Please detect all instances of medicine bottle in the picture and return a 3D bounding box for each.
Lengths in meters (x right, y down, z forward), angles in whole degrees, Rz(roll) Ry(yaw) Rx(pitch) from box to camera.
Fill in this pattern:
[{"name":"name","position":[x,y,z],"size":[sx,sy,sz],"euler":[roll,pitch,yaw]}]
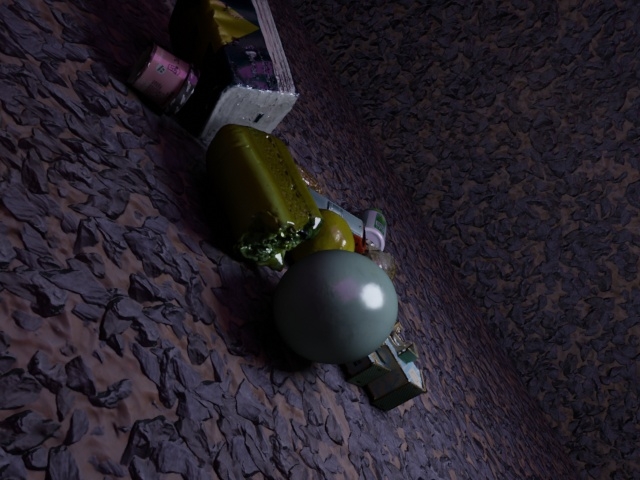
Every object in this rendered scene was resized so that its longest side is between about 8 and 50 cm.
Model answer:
[{"name":"medicine bottle","position":[0.189,-0.036,2.300],"size":[0.133,0.133,0.274],"euler":[51,21,-13]}]

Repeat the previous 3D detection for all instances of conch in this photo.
[{"name":"conch","position":[0.174,0.102,2.011],"size":[0.210,0.159,0.291],"euler":[39,28,-43]}]

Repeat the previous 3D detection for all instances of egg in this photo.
[{"name":"egg","position":[0.038,0.159,1.434],"size":[0.389,0.276,0.276],"euler":[7,52,-63]}]

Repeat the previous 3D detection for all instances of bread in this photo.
[{"name":"bread","position":[-0.157,-0.115,1.506],"size":[0.251,0.208,0.377],"euler":[15,44,-52]}]

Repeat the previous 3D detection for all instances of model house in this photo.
[{"name":"model house","position":[0.196,0.357,1.659],"size":[0.206,0.178,0.271],"euler":[61,17,9]}]

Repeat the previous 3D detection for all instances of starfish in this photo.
[{"name":"starfish","position":[-0.050,-0.177,2.026],"size":[0.375,0.094,0.327],"euler":[50,18,-30]}]

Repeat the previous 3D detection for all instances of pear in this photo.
[{"name":"pear","position":[0.000,0.000,1.726],"size":[0.200,0.200,0.200],"euler":[47,22,-25]}]

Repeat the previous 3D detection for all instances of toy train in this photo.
[{"name":"toy train","position":[0.001,-0.089,1.869],"size":[0.409,0.089,0.086],"euler":[30,46,-24]}]

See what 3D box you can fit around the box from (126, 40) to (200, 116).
[{"name":"box","position":[-0.402,-0.414,1.504],"size":[0.135,0.151,0.151],"euler":[32,30,-31]}]

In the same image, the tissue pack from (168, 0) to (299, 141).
[{"name":"tissue pack","position":[-0.254,-0.519,1.668],"size":[0.253,0.264,0.417],"euler":[-2,68,-35]}]
